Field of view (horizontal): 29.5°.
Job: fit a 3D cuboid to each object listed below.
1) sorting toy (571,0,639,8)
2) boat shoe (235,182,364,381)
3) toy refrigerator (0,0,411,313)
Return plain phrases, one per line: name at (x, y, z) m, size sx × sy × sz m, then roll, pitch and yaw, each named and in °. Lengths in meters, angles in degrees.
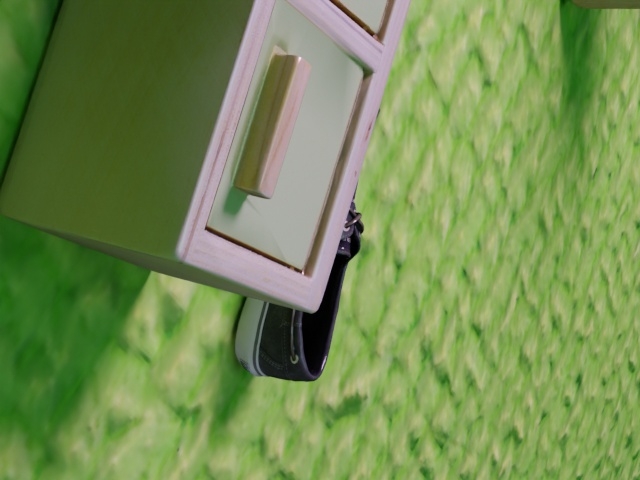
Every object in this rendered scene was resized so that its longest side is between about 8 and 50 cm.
sorting toy at (0.294, -0.283, 0.771) m, size 0.089 × 0.257 × 0.255 m, roll -61°, pitch 150°, yaw -56°
boat shoe at (0.000, 0.000, 0.585) m, size 0.049 × 0.040 × 0.142 m, roll 24°, pitch 81°, yaw -59°
toy refrigerator at (-0.017, -0.117, 0.463) m, size 0.102 × 0.094 × 0.269 m, roll 28°, pitch 78°, yaw -59°
